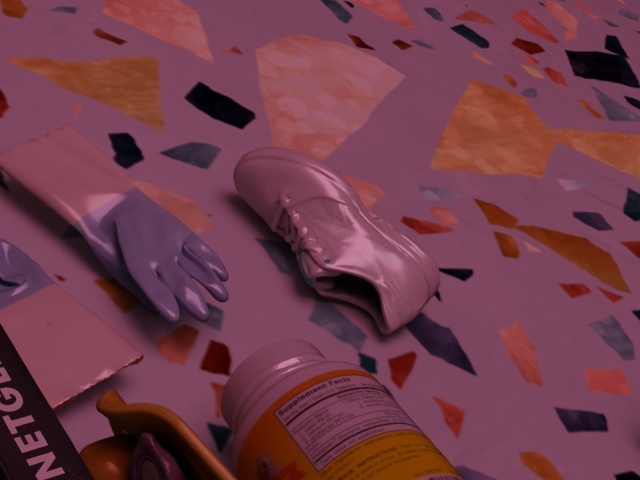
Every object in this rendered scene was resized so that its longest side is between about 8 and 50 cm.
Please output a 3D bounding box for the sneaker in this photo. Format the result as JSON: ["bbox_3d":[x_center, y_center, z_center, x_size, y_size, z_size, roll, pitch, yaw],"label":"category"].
[{"bbox_3d":[0.000,0.000,0.984,0.212,0.080,0.094,35,47,10],"label":"sneaker"}]

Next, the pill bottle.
[{"bbox_3d":[0.020,0.160,0.731,0.117,0.117,0.215,-3,34,-35],"label":"pill bottle"}]

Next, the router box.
[{"bbox_3d":[-0.191,0.130,0.635,0.046,0.133,0.179,-11,50,-41],"label":"router box"}]

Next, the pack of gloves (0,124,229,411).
[{"bbox_3d":[-0.199,0.021,0.868,0.232,0.046,0.195,39,48,23],"label":"pack of gloves"}]

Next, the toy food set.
[{"bbox_3d":[-0.077,0.185,0.660,0.071,0.128,0.218,-37,72,-30],"label":"toy food set"}]
